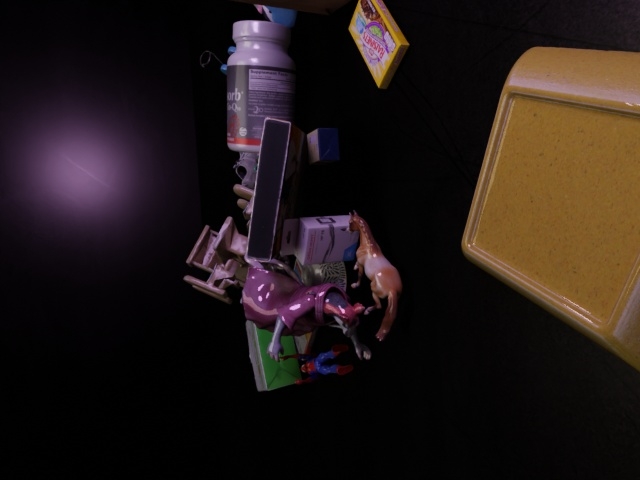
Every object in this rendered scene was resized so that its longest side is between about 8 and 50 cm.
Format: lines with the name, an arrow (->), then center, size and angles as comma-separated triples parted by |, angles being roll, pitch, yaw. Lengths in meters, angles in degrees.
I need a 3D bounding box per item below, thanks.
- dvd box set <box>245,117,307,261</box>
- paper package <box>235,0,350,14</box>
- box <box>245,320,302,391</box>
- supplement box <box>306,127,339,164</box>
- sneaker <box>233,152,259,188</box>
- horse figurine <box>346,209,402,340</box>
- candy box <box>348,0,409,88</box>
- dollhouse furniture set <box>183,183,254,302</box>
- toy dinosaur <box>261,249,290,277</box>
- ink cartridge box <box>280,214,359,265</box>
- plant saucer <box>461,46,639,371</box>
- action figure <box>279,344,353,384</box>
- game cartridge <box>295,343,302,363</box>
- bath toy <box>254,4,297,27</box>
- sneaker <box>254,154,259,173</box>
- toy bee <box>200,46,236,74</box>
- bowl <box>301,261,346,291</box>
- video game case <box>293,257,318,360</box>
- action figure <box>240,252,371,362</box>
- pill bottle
dvd box set -> -0.098, -0.135, 1.120 | 0.420, 0.062, 0.307 | -69, -11, -80
paper package -> -0.063, -0.688, 0.926 | 0.168, 0.310, 0.324 | -156, 63, -63
box -> -0.175, 0.385, 1.531 | 0.231, 0.127, 0.261 | 125, 133, -65
supplement box -> 0.005, -0.246, 1.153 | 0.083, 0.056, 0.083 | 180, 86, -65
sneaker -> -0.286, -0.305, 1.699 | 0.281, 0.115, 0.105 | -118, 34, -41
horse figurine -> 0.118, 0.082, 0.957 | 0.174, 0.066, 0.263 | 103, 153, -45
candy box -> 0.117, -0.429, 0.917 | 0.105, 0.027, 0.205 | 116, 142, -53
dollhouse furniture set -> -0.362, 0.019, 1.584 | 0.394, 0.257, 0.362 | 104, -171, -72
toy dinosaur -> -0.146, 0.094, 1.506 | 0.314, 0.121, 0.160 | 5, 111, 60
ink cartridge box -> 0.000, 0.000, 1.057 | 0.060, 0.180, 0.104 | 48, 136, 52
plant saucer -> 0.302, -0.050, 0.521 | 0.333, 0.081, 0.332 | -135, 46, -55
action figure -> -0.029, 0.358, 1.244 | 0.280, 0.139, 0.091 | 134, 128, -61
game cartridge -> -0.078, 0.391, 1.488 | 0.083, 0.017, 0.056 | 113, 147, -45
bath toy -> -0.176, -0.779, 1.368 | 0.348, 0.129, 0.151 | 56, 137, 47
sneaker -> -0.193, -0.292, 1.548 | 0.065, 0.076, 0.166 | 66, 149, 34
toy bee -> -0.306, -0.674, 1.686 | 0.195, 0.162, 0.298 | -52, 53, 13
bowl -> -0.002, 0.098, 1.200 | 0.170, 0.080, 0.170 | 175, 90, -66
video game case -> -0.057, 0.221, 1.379 | 0.285, 0.025, 0.204 | 105, 149, -45
action figure -> -0.020, 0.154, 1.065 | 0.370, 0.248, 0.275 | -14, 70, 50
pill bottle -> -0.181, -0.457, 1.337 | 0.210, 0.210, 0.362 | -149, 58, -60
